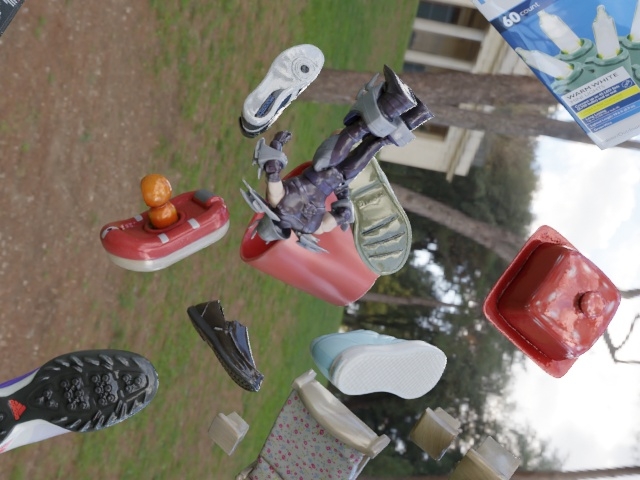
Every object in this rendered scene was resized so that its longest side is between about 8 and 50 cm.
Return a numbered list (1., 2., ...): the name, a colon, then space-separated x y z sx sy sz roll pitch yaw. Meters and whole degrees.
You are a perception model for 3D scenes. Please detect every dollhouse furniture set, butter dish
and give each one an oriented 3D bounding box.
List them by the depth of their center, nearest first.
1. dollhouse furniture set: -0.004 0.278 0.923 0.174 0.356 0.303 -24 146 -53
2. butter dish: 0.320 0.080 0.990 0.160 0.160 0.118 -51 -170 -11

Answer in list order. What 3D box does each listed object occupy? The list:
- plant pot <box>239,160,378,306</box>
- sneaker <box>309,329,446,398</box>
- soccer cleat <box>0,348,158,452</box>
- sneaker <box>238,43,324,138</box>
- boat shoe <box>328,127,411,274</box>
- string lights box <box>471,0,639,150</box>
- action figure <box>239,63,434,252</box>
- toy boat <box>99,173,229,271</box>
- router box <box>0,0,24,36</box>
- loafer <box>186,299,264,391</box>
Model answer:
1. plant pot: 0.000 0.000 1.677 0.275 0.243 0.275 -43 -156 25
2. sneaker: 0.127 0.245 1.653 0.150 0.366 0.135 38 -76 42
3. soccer cleat: -0.364 0.217 1.045 0.116 0.318 0.108 2 68 -85
4. sneaker: -0.087 -0.288 1.501 0.217 0.079 0.121 -48 -177 -23
5. boat shoe: 0.091 -0.074 1.430 0.103 0.113 0.302 -104 175 -56
6. string lights box: 0.265 -0.210 0.742 0.133 0.260 0.076 -26 -138 37
7. action figure: 0.014 -0.093 0.998 0.285 0.185 0.099 -42 -130 12
8. toy boat: -0.285 -0.049 1.376 0.151 0.231 0.151 28 -40 49
9. router box: -0.252 -0.158 0.491 0.092 0.038 0.122 -58 168 -6
10. loafer: -0.166 0.186 1.437 0.078 0.220 0.080 -34 152 -16
